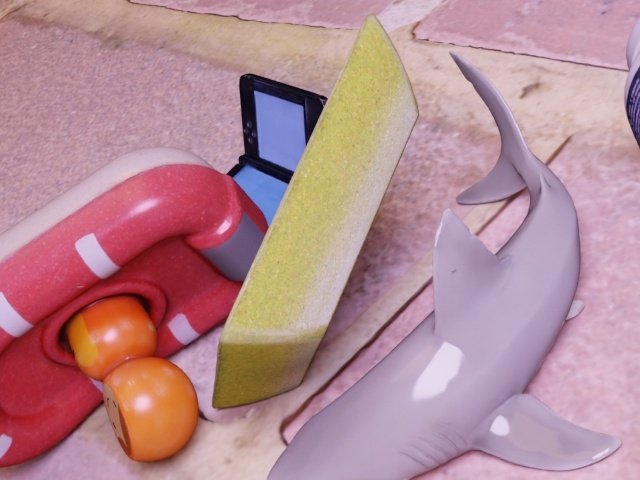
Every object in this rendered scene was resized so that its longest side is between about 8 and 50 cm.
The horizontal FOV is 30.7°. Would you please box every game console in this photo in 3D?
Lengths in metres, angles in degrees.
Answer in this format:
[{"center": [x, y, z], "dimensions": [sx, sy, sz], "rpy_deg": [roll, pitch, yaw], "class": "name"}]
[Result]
[{"center": [-0.047, -0.055, 0.831], "dimensions": [0.071, 0.107, 0.122], "rpy_deg": [-16, 24, -29], "class": "game console"}]

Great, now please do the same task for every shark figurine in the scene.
[{"center": [0.084, 0.009, 0.601], "dimensions": [0.166, 0.116, 0.278], "rpy_deg": [1, 47, 38], "class": "shark figurine"}]

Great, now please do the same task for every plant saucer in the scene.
[{"center": [0.000, 0.000, 0.638], "dimensions": [0.045, 0.188, 0.188], "rpy_deg": [23, 71, 1], "class": "plant saucer"}]

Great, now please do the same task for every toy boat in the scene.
[{"center": [-0.122, 0.064, 0.689], "dimensions": [0.231, 0.151, 0.151], "rpy_deg": [-34, 58, 4], "class": "toy boat"}]

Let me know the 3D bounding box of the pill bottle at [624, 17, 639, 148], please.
[{"center": [0.211, -0.062, 0.599], "dimensions": [0.094, 0.094, 0.169], "rpy_deg": [-23, 34, 15], "class": "pill bottle"}]
